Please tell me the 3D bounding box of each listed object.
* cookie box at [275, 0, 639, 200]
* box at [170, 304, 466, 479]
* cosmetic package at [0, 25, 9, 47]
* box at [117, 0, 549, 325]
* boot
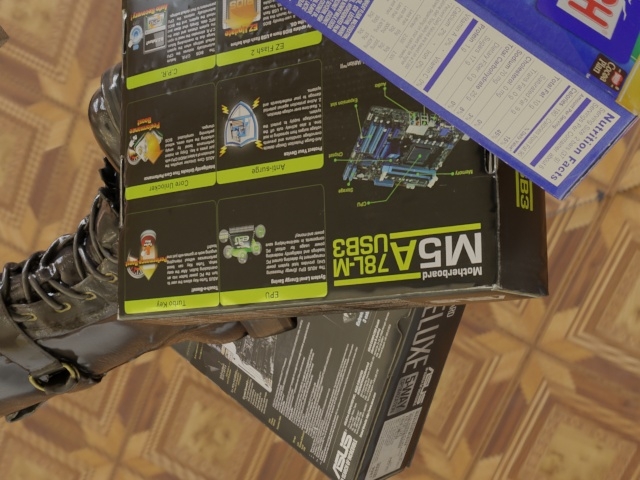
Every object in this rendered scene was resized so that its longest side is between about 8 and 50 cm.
[{"bbox_3d":[0.047,-0.078,0.349,0.107,0.092,0.040,35,140,-1],"label":"cookie box"},{"bbox_3d":[0.000,0.000,0.974,0.242,0.076,0.307,34,121,33],"label":"box"},{"bbox_3d":[-0.339,-0.132,0.907,0.127,0.238,0.107,-37,93,20],"label":"cosmetic package"},{"bbox_3d":[-0.003,-0.061,0.517,0.190,0.045,0.184,-8,81,36],"label":"box"},{"bbox_3d":[-0.147,0.025,0.714,0.229,0.263,0.091,-18,55,6],"label":"boot"}]
